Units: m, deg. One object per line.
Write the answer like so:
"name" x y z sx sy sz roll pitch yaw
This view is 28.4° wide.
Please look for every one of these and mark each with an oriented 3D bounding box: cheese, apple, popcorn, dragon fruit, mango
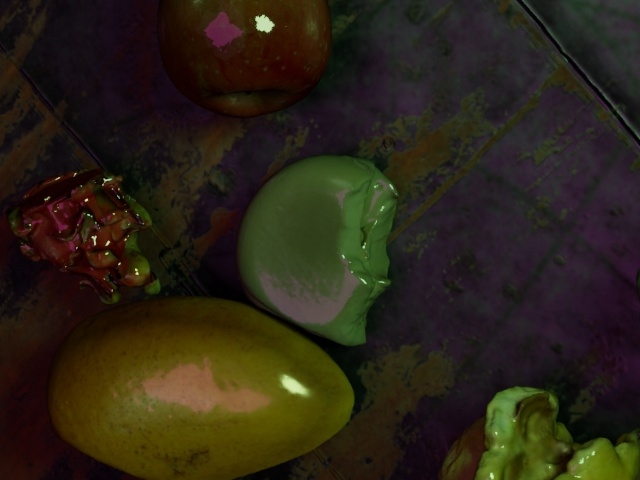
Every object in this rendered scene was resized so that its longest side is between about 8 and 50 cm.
"cheese" 0.000 0.000 1.304 0.175 0.091 0.202 31 114 17
"apple" -0.076 -0.214 1.255 0.181 0.181 0.168 -17 68 30
"popcorn" 0.207 0.261 1.202 0.190 0.191 0.253 0 101 63
"dragon fruit" -0.256 -0.008 1.412 0.208 0.133 0.150 41 157 17
"mango" -0.132 0.164 1.360 0.350 0.201 0.199 -3 140 24

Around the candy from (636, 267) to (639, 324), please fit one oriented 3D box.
"candy" 0.412 -0.018 1.052 0.343 0.142 0.132 -46 70 27
